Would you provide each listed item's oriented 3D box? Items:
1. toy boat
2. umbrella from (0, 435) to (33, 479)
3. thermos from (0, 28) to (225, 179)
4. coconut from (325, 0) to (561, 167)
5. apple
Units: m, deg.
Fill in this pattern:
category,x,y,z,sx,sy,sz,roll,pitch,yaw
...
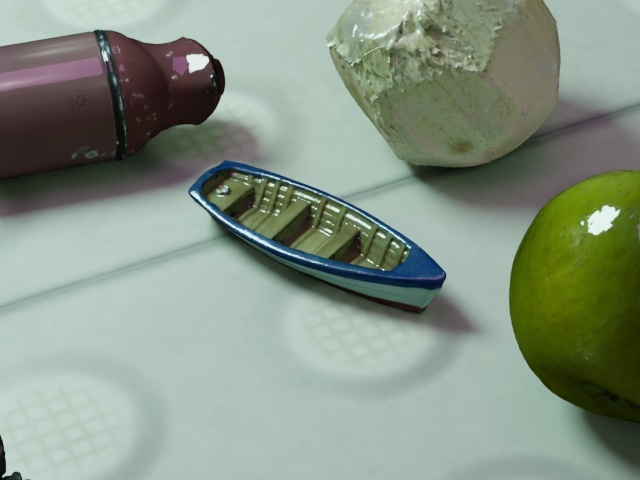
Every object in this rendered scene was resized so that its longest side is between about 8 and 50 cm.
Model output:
category,x,y,z,sx,sy,sz,roll,pitch,yaw
toy boat,0.000,0.000,1.446,0.229,0.046,0.080,24,45,26
umbrella,-0.212,0.193,1.158,0.336,0.128,0.154,30,46,27
thermos,-0.241,-0.102,1.541,0.330,0.136,0.109,-11,68,-12
coconut,0.108,-0.149,1.530,0.194,0.194,0.194,0,40,0
apple,0.223,0.042,1.284,0.196,0.196,0.157,16,72,19
